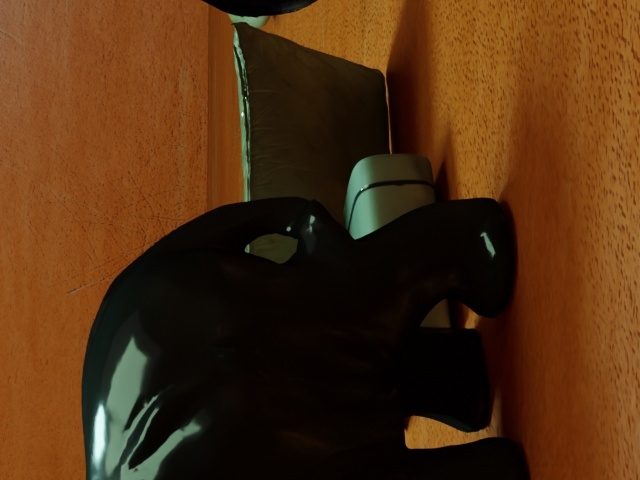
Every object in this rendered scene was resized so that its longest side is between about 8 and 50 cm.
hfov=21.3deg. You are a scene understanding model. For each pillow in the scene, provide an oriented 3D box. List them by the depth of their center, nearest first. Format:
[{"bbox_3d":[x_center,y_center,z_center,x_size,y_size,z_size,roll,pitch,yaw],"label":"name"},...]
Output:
[{"bbox_3d":[0.000,0.000,1.260,0.185,0.075,0.302,14,-110,-52],"label":"pillow"}]

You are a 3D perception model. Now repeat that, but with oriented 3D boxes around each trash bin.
[{"bbox_3d":[0.052,0.024,1.154,0.116,0.059,0.130,96,169,-63],"label":"trash bin"}]

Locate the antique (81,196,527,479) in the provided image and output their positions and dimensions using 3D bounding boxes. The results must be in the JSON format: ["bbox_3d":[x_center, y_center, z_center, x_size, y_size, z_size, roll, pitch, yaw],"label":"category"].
[{"bbox_3d":[-0.019,0.136,0.988,0.185,0.255,0.322,148,119,-78],"label":"antique"}]

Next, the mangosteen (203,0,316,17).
[{"bbox_3d":[-0.045,-0.314,1.435,0.250,0.211,0.211,-60,4,-7],"label":"mangosteen"}]

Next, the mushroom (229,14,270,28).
[{"bbox_3d":[-0.080,-0.335,2.035,0.333,0.087,0.107,128,140,-82],"label":"mushroom"}]
